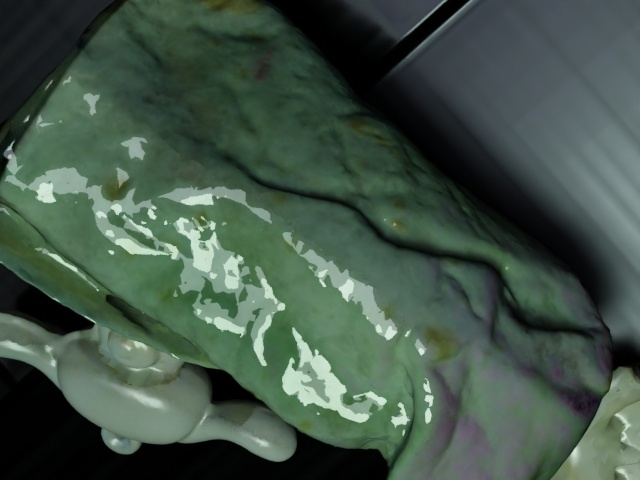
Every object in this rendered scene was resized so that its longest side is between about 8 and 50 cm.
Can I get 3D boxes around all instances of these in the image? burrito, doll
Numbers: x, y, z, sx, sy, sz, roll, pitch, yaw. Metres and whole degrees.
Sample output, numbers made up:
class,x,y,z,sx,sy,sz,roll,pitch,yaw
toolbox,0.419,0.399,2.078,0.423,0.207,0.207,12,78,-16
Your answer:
class,x,y,z,sx,sy,sz,roll,pitch,yaw
burrito,0.000,0.000,0.504,0.229,0.144,0.089,35,155,2
doll,-0.065,0.046,0.568,0.135,0.071,0.113,41,118,-5

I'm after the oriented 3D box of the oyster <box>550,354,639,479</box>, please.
class,x,y,z,sx,sy,sz,roll,pitch,yaw
oyster,0.115,0.135,0.547,0.191,0.081,0.163,-32,68,18
